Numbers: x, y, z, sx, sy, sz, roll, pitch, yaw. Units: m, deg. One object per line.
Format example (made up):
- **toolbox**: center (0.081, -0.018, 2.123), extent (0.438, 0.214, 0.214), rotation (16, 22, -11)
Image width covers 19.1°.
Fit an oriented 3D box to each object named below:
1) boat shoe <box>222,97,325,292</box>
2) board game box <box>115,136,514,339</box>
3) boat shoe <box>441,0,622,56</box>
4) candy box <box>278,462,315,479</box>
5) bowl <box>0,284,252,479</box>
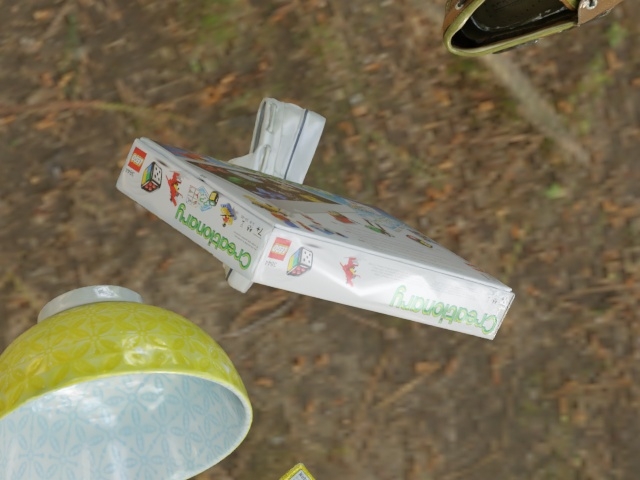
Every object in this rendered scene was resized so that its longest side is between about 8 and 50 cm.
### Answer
- **boat shoe**: center (-0.070, -0.058, 2.099), extent (0.088, 0.096, 0.267), rotation (25, 53, -4)
- **board game box**: center (0.000, 0.000, 1.607), extent (0.305, 0.193, 0.053), rotation (15, 103, -45)
- **boat shoe**: center (0.249, -0.251, 1.793), extent (0.110, 0.307, 0.104), rotation (50, 39, -15)
- **candy box**: center (0.017, 0.251, 1.223), extent (0.206, 0.027, 0.105), rotation (51, 41, 4)
- **bowl**: center (-0.226, 0.141, 1.961), extent (0.289, 0.289, 0.156), rotation (6, 54, -32)
